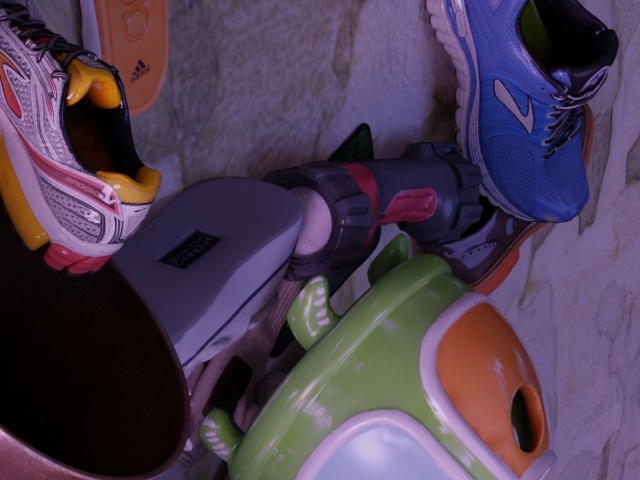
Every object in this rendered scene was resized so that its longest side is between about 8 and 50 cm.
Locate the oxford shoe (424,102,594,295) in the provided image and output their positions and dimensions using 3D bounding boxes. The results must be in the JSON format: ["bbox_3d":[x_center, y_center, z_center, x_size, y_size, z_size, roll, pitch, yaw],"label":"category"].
[{"bbox_3d":[0.197,-0.062,1.816,0.271,0.097,0.098,-56,143,-23],"label":"oxford shoe"}]

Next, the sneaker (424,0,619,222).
[{"bbox_3d":[0.207,-0.142,1.673,0.130,0.147,0.330,-49,135,-30],"label":"sneaker"}]

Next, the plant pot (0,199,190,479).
[{"bbox_3d":[-0.233,0.117,1.053,0.230,0.215,0.215,-42,161,23],"label":"plant pot"}]

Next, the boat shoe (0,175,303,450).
[{"bbox_3d":[-0.135,0.083,1.314,0.367,0.135,0.156,-42,146,-56],"label":"boat shoe"}]

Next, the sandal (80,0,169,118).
[{"bbox_3d":[-0.116,-0.194,1.200,0.102,0.076,0.265,-45,143,-38],"label":"sandal"}]

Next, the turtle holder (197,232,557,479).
[{"bbox_3d":[0.043,0.175,1.433,0.320,0.227,0.243,-50,168,7],"label":"turtle holder"}]

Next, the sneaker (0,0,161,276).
[{"bbox_3d":[-0.162,-0.096,1.057,0.092,0.225,0.088,-37,167,34],"label":"sneaker"}]

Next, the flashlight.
[{"bbox_3d":[0.053,-0.025,1.572,0.103,0.103,0.304,-49,160,23],"label":"flashlight"}]

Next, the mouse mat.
[{"bbox_3d":[0.000,0.000,1.604,0.190,0.007,0.153,-46,144,-34],"label":"mouse mat"}]

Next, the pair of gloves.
[{"bbox_3d":[-0.050,0.142,1.566,0.204,0.042,0.240,-55,149,-20],"label":"pair of gloves"}]
